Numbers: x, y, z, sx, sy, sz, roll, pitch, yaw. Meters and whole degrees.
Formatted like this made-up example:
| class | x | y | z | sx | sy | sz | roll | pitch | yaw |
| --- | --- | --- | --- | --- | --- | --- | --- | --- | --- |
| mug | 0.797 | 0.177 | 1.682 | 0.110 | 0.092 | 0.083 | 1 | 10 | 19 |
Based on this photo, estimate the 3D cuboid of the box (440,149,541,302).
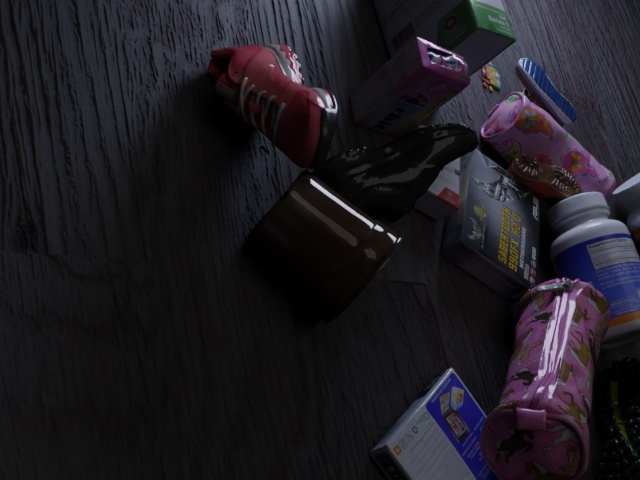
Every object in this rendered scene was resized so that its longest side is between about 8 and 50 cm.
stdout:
| class | x | y | z | sx | sy | sz | roll | pitch | yaw |
| --- | --- | --- | --- | --- | --- | --- | --- | --- | --- |
| box | 0.308 | -0.030 | 1.590 | 0.183 | 0.056 | 0.231 | 34 | 47 | -22 |

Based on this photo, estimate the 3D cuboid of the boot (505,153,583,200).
| class | x | y | z | sx | sy | sz | roll | pitch | yaw |
| --- | --- | --- | --- | --- | --- | --- | --- | --- | --- |
| boot | 0.418 | -0.103 | 1.697 | 0.157 | 0.085 | 0.059 | 22 | 50 | -11 |

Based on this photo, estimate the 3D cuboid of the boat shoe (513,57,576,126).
| class | x | y | z | sx | sy | sz | roll | pitch | yaw |
| --- | --- | --- | --- | --- | --- | --- | --- | --- | --- |
| boat shoe | 0.456 | -0.301 | 1.872 | 0.183 | 0.066 | 0.066 | 45 | 46 | -19 |

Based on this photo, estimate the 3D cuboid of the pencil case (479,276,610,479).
| class | x | y | z | sx | sy | sz | roll | pitch | yaw |
| --- | --- | --- | --- | --- | --- | --- | --- | --- | --- |
| pencil case | 0.352 | 0.210 | 1.371 | 0.167 | 0.160 | 0.386 | 49 | 35 | -10 |

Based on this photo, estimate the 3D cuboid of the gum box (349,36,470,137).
| class | x | y | z | sx | sy | sz | roll | pitch | yaw |
| --- | --- | --- | --- | --- | --- | --- | --- | --- | --- |
| gum box | 0.150 | -0.254 | 1.492 | 0.107 | 0.188 | 0.062 | 11 | 58 | -35 |

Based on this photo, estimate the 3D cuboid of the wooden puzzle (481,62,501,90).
| class | x | y | z | sx | sy | sz | roll | pitch | yaw |
| --- | --- | --- | --- | --- | --- | --- | --- | --- | --- |
| wooden puzzle | 0.354 | -0.341 | 1.852 | 0.049 | 0.006 | 0.083 | 22 | 53 | -30 |

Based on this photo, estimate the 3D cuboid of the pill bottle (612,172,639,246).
| class | x | y | z | sx | sy | sz | roll | pitch | yaw |
| --- | --- | --- | --- | --- | --- | --- | --- | --- | --- |
| pill bottle | 0.753 | -0.020 | 1.892 | 0.162 | 0.162 | 0.278 | -32 | 87 | -46 |

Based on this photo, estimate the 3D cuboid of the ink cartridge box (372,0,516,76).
| class | x | y | z | sx | sy | sz | roll | pitch | yaw |
| --- | --- | --- | --- | --- | --- | --- | --- | --- | --- |
| ink cartridge box | 0.213 | -0.437 | 1.647 | 0.117 | 0.201 | 0.278 | 4 | 62 | -40 |

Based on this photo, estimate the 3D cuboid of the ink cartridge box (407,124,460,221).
| class | x | y | z | sx | sy | sz | roll | pitch | yaw |
| --- | --- | --- | --- | --- | --- | --- | --- | --- | --- |
| ink cartridge box | 0.187 | -0.116 | 1.536 | 0.099 | 0.056 | 0.135 | 28 | 50 | -26 |

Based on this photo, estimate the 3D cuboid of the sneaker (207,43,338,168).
| class | x | y | z | sx | sy | sz | roll | pitch | yaw |
| --- | --- | --- | --- | --- | --- | --- | --- | --- | --- |
| sneaker | -0.080 | -0.192 | 1.274 | 0.136 | 0.116 | 0.314 | 2 | 31 | -26 |

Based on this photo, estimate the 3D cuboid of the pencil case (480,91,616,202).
| class | x | y | z | sx | sy | sz | roll | pitch | yaw |
| --- | --- | --- | --- | --- | --- | --- | --- | --- | --- |
| pencil case | 0.447 | -0.166 | 1.752 | 0.284 | 0.124 | 0.124 | 34 | 47 | -21 |

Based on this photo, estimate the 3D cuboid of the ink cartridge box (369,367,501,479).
| class | x | y | z | sx | sy | sz | roll | pitch | yaw |
| --- | --- | --- | --- | --- | --- | --- | --- | --- | --- |
| ink cartridge box | 0.192 | 0.323 | 1.284 | 0.208 | 0.045 | 0.206 | 53 | 43 | 0 |

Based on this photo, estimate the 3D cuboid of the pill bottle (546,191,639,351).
| class | x | y | z | sx | sy | sz | roll | pitch | yaw |
| --- | --- | --- | --- | --- | --- | --- | --- | --- | --- |
| pill bottle | 0.513 | 0.055 | 1.646 | 0.152 | 0.152 | 0.272 | 3 | 63 | -40 |

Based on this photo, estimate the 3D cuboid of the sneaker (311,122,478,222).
| class | x | y | z | sx | sy | sz | roll | pitch | yaw |
| --- | --- | --- | --- | --- | --- | --- | --- | --- | --- |
| sneaker | 0.128 | -0.102 | 1.418 | 0.286 | 0.109 | 0.130 | -20 | 90 | -16 |

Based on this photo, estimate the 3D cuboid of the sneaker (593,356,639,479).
| class | x | y | z | sx | sy | sz | roll | pitch | yaw |
| --- | --- | --- | --- | --- | --- | --- | --- | --- | --- |
| sneaker | 0.561 | 0.367 | 1.513 | 0.146 | 0.134 | 0.344 | 35 | 46 | -20 |

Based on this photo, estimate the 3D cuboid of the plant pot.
| class | x | y | z | sx | sy | sz | roll | pitch | yaw |
| --- | --- | --- | --- | --- | --- | --- | --- | --- | --- |
| plant pot | 0.000 | 0.000 | 1.241 | 0.165 | 0.167 | 0.167 | 41 | 45 | -4 |
